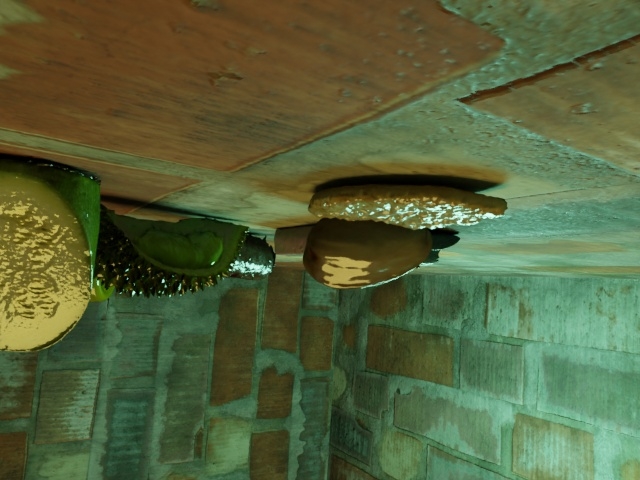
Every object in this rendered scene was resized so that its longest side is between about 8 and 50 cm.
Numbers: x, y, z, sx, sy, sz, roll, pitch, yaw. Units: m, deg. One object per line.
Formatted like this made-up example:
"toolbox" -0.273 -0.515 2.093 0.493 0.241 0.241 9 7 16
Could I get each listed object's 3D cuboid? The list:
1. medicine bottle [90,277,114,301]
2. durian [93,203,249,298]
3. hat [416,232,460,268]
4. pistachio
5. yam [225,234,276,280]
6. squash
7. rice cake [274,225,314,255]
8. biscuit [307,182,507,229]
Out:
"medicine bottle" -0.845 0.067 1.489 0.384 0.224 0.224 5 174 -5
"durian" -0.305 0.027 0.957 0.352 0.169 0.158 6 164 -45
"hat" 0.194 0.019 1.011 0.191 0.078 0.138 5 172 -7
"pistachio" 0.073 0.012 0.785 0.206 0.131 0.129 -1 -178 0
"yam" -0.229 0.031 1.212 0.131 0.131 0.280 1 172 26
"squash" -0.404 0.031 0.650 0.189 0.260 0.189 7 174 1
"rice cake" 0.000 0.000 1.023 0.056 0.072 0.365 5 177 -35
"biscuit" 0.105 -0.045 0.634 0.265 0.040 0.188 3 174 26
